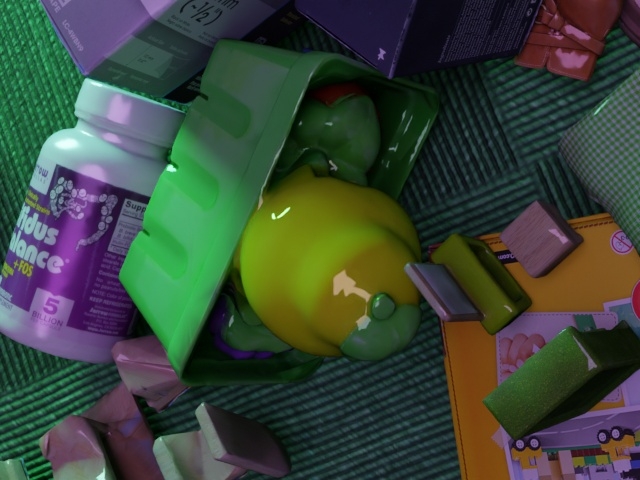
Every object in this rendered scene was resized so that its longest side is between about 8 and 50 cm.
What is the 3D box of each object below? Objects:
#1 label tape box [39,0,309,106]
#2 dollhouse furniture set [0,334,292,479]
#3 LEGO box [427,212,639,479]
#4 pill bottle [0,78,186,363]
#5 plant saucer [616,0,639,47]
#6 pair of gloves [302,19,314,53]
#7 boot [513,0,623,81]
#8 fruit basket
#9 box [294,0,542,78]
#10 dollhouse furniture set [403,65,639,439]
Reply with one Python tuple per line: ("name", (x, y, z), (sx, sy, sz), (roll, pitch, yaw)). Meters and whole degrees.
("label tape box", (-0.079, -0.290, 1.228), (0.347, 0.249, 0.115), (-33, 78, 15))
("dollhouse furniture set", (-0.172, 0.354, 1.344), (0.362, 0.256, 0.394), (-39, 55, 13))
("LEGO box", (0.377, 0.146, 1.082), (0.500, 0.193, 0.373), (-11, 84, 32))
("pill bottle", (-0.259, -0.025, 1.377), (0.169, 0.169, 0.302), (20, 94, 19))
("plant saucer", (0.420, -0.310, 1.225), (0.277, 0.041, 0.278), (-1, 88, 20))
("pair of gloves", (0.032, -0.216, 1.363), (0.159, 0.023, 0.198), (15, 94, 17))
("boot", (0.227, -0.263, 1.275), (0.197, 0.073, 0.152), (28, 116, 37))
("fruit basket", (0.000, 0.000, 1.212), (0.392, 0.283, 0.392), (-3, 84, 34))
("box", (0.104, -0.257, 1.210), (0.153, 0.207, 0.108), (41, 130, 31))
("dollhouse furniture set", (0.232, -0.013, 0.971), (0.301, 0.151, 0.197), (-46, 66, 23))
